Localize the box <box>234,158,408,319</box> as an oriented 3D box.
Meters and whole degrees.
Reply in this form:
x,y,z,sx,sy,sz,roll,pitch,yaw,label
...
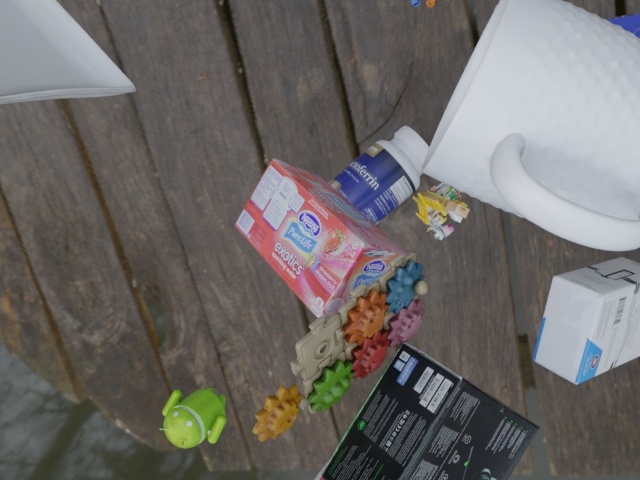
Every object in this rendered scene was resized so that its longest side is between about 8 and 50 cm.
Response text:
x,y,z,sx,sy,sz,roll,pitch,yaw,label
0.000,0.000,1.295,0.300,0.142,0.154,44,109,41,box

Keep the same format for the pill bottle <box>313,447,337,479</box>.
x,y,z,sx,sy,sz,roll,pitch,yaw,label
0.140,0.428,1.489,0.176,0.176,0.318,36,91,-4,pill bottle

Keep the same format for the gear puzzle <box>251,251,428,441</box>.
x,y,z,sx,sy,sz,roll,pitch,yaw,label
0.038,0.161,1.024,0.044,0.339,0.175,32,145,36,gear puzzle

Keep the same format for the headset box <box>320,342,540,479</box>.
x,y,z,sx,sy,sz,roll,pitch,yaw,label
0.185,0.333,1.151,0.283,0.131,0.246,34,87,-41,headset box

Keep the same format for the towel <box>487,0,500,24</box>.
x,y,z,sx,sy,sz,roll,pitch,yaw,label
0.423,-0.434,1.603,0.144,0.197,0.029,33,145,-6,towel

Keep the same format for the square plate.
x,y,z,sx,sy,sz,roll,pitch,yaw,label
-0.503,-0.326,1.109,0.347,0.344,0.049,46,117,7,square plate

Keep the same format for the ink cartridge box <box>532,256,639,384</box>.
x,y,z,sx,sy,sz,roll,pitch,yaw,label
0.436,0.119,1.134,0.086,0.203,0.148,27,117,44,ink cartridge box

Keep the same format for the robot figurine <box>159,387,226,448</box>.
x,y,z,sx,sy,sz,roll,pitch,yaw,label
-0.191,0.271,1.113,0.101,0.115,0.067,26,118,20,robot figurine

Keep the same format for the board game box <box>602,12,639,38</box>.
x,y,z,sx,sy,sz,roll,pitch,yaw,label
0.544,-0.236,1.253,0.291,0.232,0.141,33,83,-27,board game box

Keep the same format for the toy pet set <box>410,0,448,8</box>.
x,y,z,sx,sy,sz,roll,pitch,yaw,label
0.197,-0.386,1.104,0.114,0.122,0.065,-18,71,4,toy pet set

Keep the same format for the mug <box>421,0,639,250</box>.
x,y,z,sx,sy,sz,roll,pitch,yaw,label
0.327,-0.120,0.933,0.328,0.374,0.276,25,129,2,mug

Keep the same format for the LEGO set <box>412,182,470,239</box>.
x,y,z,sx,sy,sz,roll,pitch,yaw,label
0.316,-0.099,1.824,0.107,0.287,0.132,-39,82,-9,LEGO set

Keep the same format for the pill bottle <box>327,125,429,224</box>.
x,y,z,sx,sy,sz,roll,pitch,yaw,label
0.141,-0.144,1.751,0.265,0.153,0.153,-41,102,-3,pill bottle
